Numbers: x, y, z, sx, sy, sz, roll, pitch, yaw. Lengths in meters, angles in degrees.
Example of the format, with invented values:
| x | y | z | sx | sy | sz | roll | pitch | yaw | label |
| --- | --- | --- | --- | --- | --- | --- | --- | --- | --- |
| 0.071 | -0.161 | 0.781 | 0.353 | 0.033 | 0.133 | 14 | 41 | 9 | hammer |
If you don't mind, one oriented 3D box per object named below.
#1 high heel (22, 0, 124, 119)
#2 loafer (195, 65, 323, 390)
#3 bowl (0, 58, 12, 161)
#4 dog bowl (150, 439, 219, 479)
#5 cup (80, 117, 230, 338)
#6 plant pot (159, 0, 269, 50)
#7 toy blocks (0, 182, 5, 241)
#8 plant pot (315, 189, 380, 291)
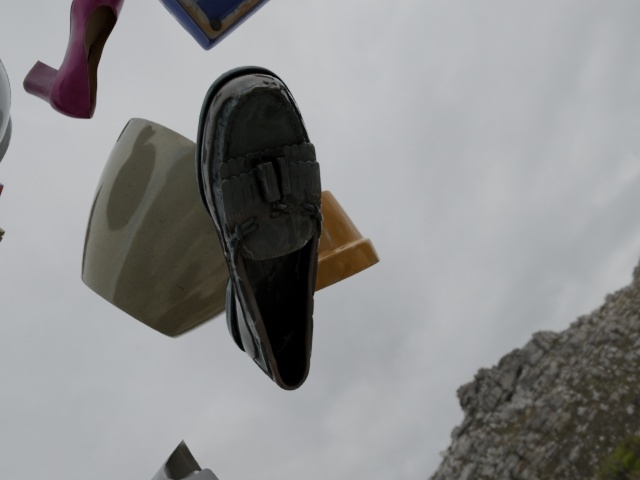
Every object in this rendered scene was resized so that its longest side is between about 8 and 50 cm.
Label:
| x | y | z | sx | sy | sz | roll | pitch | yaw | label |
| --- | --- | --- | --- | --- | --- | --- | --- | --- | --- |
| -0.518 | -0.456 | 1.233 | 0.377 | 0.181 | 0.127 | -62 | -9 | -9 | high heel |
| -0.032 | 0.006 | 0.406 | 0.096 | 0.084 | 0.267 | -17 | -50 | -22 | loafer |
| -0.494 | -0.147 | 0.651 | 0.298 | 0.298 | 0.134 | -50 | -28 | -2 | bowl |
| -0.142 | 0.470 | 0.778 | 0.102 | 0.349 | 0.348 | -35 | -35 | -26 | dog bowl |
| -0.225 | 0.010 | 0.814 | 0.237 | 0.331 | 0.331 | -58 | -30 | -13 | cup |
| -0.192 | -0.476 | 0.861 | 0.236 | 0.212 | 0.236 | -37 | -46 | 7 | plant pot |
| -0.843 | -0.036 | 1.172 | 0.381 | 0.261 | 0.191 | -58 | -9 | 16 | toy blocks |
| 0.000 | 0.000 | 1.138 | 0.205 | 0.188 | 0.205 | -24 | -2 | -1 | plant pot |
